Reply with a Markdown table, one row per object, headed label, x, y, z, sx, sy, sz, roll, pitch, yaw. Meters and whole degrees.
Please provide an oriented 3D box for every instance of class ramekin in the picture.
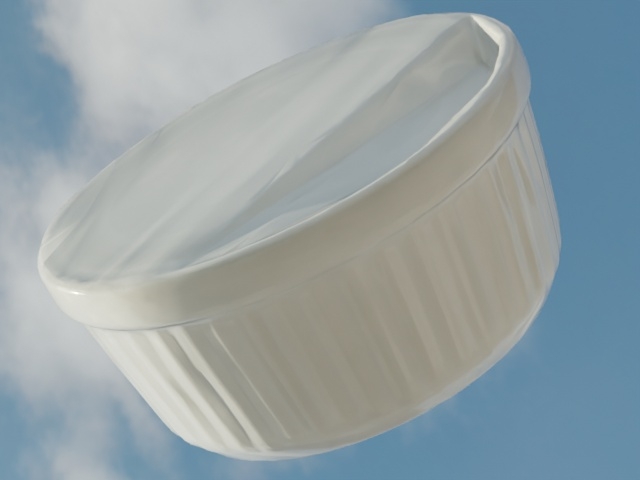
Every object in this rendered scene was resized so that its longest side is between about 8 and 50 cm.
| label | x | y | z | sx | sy | sz | roll | pitch | yaw |
| --- | --- | --- | --- | --- | --- | --- | --- | --- | --- |
| ramekin | 0.000 | 0.000 | 0.791 | 0.273 | 0.273 | 0.127 | -28 | -69 | -2 |
